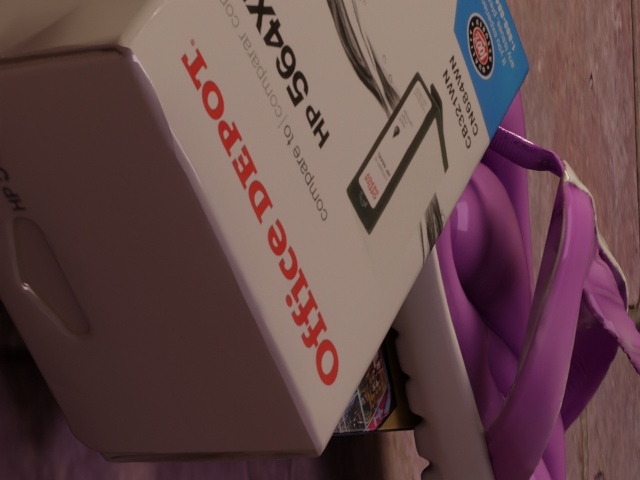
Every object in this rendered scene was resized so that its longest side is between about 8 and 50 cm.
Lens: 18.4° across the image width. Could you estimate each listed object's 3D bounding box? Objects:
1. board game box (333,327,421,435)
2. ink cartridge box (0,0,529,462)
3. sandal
[{"bbox_3d":[0.000,0.000,0.824,0.243,0.042,0.165,15,73,-72],"label":"board game box"},{"bbox_3d":[-0.022,-0.050,0.616,0.203,0.086,0.148,-60,136,-44],"label":"ink cartridge box"},{"bbox_3d":[0.103,0.056,0.900,0.169,0.102,0.416,-58,142,-61],"label":"sandal"}]
